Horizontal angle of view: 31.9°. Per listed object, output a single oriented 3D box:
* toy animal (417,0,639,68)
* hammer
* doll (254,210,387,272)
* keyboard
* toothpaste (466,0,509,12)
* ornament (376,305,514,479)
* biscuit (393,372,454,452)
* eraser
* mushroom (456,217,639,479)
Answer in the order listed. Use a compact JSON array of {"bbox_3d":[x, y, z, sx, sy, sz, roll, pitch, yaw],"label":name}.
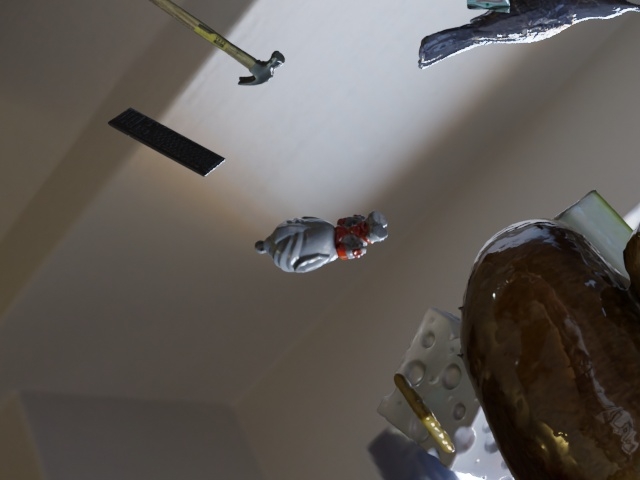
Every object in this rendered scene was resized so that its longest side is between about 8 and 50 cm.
[{"bbox_3d":[0.297,-0.346,1.709,0.206,0.367,0.081,-116,16,-62],"label":"toy animal"},{"bbox_3d":[-0.131,-0.235,1.275,0.182,0.062,0.017,32,-140,-18],"label":"hammer"},{"bbox_3d":[0.000,0.000,1.466,0.079,0.180,0.094,63,-157,-47],"label":"doll"},{"bbox_3d":[-0.260,-0.167,1.886,0.202,0.011,0.067,29,-136,16],"label":"keyboard"},{"bbox_3d":[0.200,-0.371,1.348,0.056,0.205,0.036,10,-138,22],"label":"toothpaste"},{"bbox_3d":[0.303,0.301,2.143,0.239,0.240,0.239,23,-174,-37],"label":"ornament"},{"bbox_3d":[0.118,0.198,1.284,0.081,0.018,0.083,56,178,-40],"label":"biscuit"},{"bbox_3d":[0.472,0.052,1.719,0.274,0.092,0.210,48,-175,10],"label":"eraser"},{"bbox_3d":[0.236,0.133,0.890,0.345,0.239,0.345,-10,-90,-71],"label":"mushroom"}]
